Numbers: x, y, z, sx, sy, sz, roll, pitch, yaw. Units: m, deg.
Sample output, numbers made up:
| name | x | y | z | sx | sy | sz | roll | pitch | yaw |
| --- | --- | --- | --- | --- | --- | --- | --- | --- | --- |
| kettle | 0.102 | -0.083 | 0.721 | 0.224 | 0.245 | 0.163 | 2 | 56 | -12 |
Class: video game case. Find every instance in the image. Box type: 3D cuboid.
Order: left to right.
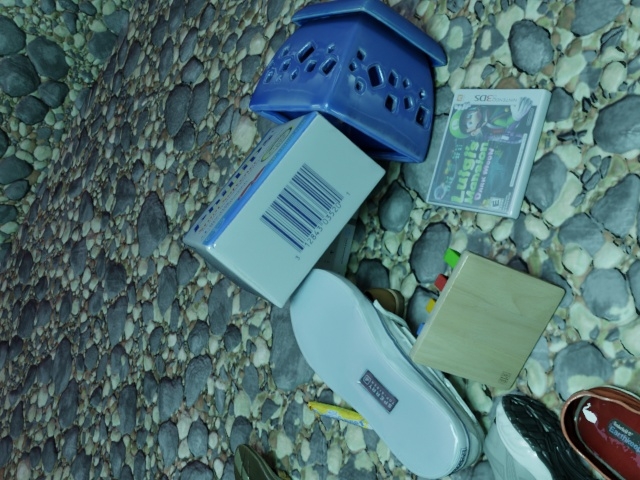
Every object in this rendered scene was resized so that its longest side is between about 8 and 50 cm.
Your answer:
| name | x | y | z | sx | sy | sz | roll | pitch | yaw |
| --- | --- | --- | --- | --- | --- | --- | --- | --- | --- |
| video game case | 0.249 | -0.136 | 1.122 | 0.173 | 0.022 | 0.190 | 15 | 90 | 52 |

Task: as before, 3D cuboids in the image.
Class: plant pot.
| name | x | y | z | sx | sy | sz | roll | pitch | yaw |
| --- | --- | --- | --- | --- | --- | --- | --- | --- | --- |
| plant pot | 0.056 | -0.271 | 1.242 | 0.236 | 0.236 | 0.212 | 14 | 83 | 52 |

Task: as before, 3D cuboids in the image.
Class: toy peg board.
| name | x | y | z | sx | sy | sz | roll | pitch | yaw |
| --- | --- | --- | --- | --- | --- | --- | --- | --- | --- |
| toy peg board | 0.210 | 0.097 | 0.998 | 0.160 | 0.161 | 0.079 | -65 | 22 | 14 |

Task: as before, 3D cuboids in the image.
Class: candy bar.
| name | x | y | z | sx | sy | sz | roll | pitch | yaw |
| --- | --- | --- | --- | --- | --- | --- | --- | --- | --- |
| candy bar | 0.037 | 0.290 | 1.230 | 0.161 | 0.040 | 0.018 | -1 | 49 | 51 |

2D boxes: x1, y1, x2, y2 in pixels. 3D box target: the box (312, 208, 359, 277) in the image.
| name | x | y | z | sx | sy | sz | roll | pitch | yaw |
| --- | --- | --- | --- | --- | --- | --- | --- | --- | --- |
| box | 0.000 | 0.000 | 1.368 | 0.145 | 0.038 | 0.186 | 7 | 82 | 52 |

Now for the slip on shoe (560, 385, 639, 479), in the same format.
| name | x | y | z | sx | sy | sz | roll | pitch | yaw |
| --- | --- | --- | --- | --- | --- | --- | --- | --- | --- |
| slip on shoe | 0.384 | 0.258 | 0.766 | 0.331 | 0.101 | 0.123 | 37 | 105 | 48 |

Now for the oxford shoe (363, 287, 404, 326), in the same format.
| name | x | y | z | sx | sy | sz | roll | pitch | yaw |
| --- | --- | --- | --- | --- | --- | --- | --- | --- | --- |
| oxford shoe | 0.081 | 0.179 | 1.182 | 0.076 | 0.076 | 0.212 | -8 | 75 | 46 |

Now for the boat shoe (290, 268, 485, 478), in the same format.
| name | x | y | z | sx | sy | sz | roll | pitch | yaw |
| --- | --- | --- | --- | --- | --- | --- | --- | --- | --- |
| boat shoe | 0.106 | 0.179 | 1.080 | 0.367 | 0.156 | 0.136 | 44 | 109 | 34 |

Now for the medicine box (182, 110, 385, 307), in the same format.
| name | x | y | z | sx | sy | sz | roll | pitch | yaw |
| --- | --- | --- | --- | --- | --- | --- | --- | --- | --- |
| medicine box | -0.073 | -0.051 | 1.208 | 0.263 | 0.149 | 0.289 | -53 | 16 | -9 |

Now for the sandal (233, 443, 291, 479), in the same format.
| name | x | y | z | sx | sy | sz | roll | pitch | yaw |
| --- | --- | --- | --- | --- | --- | --- | --- | --- | --- |
| sandal | -0.075 | 0.438 | 1.306 | 0.219 | 0.060 | 0.090 | 24 | 104 | 37 |

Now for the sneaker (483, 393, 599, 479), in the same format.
| name | x | y | z | sx | sy | sz | roll | pitch | yaw |
| --- | --- | --- | --- | --- | --- | --- | --- | --- | --- |
| sneaker | 0.275 | 0.313 | 0.883 | 0.271 | 0.100 | 0.108 | -110 | 35 | -54 |
